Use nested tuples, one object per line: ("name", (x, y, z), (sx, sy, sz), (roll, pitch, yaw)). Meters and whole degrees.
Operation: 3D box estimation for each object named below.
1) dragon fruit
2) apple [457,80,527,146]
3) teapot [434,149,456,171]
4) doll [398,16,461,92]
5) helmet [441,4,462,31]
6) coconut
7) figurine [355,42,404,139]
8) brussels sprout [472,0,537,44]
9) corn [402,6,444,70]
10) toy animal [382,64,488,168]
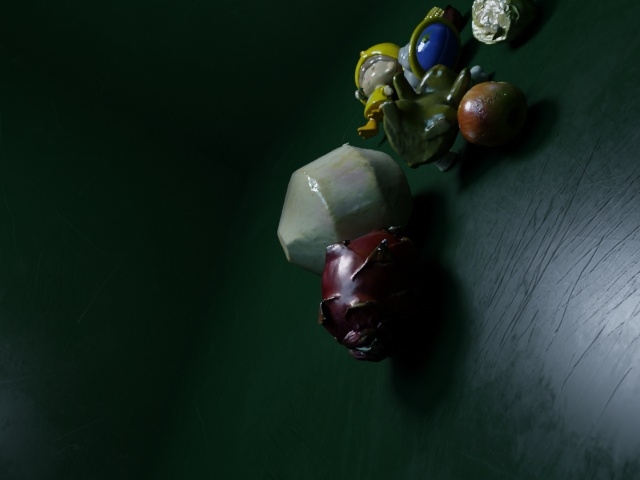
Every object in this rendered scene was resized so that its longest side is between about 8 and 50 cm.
("dragon fruit", (0.110, 0.103, 1.257), (0.250, 0.251, 0.314), (-30, 42, 60))
("apple", (0.354, -0.265, 1.275), (0.146, 0.147, 0.146), (-53, 19, 27))
("teapot", (0.287, -0.217, 1.504), (0.067, 0.083, 0.057), (-61, 12, 8))
("doll", (0.297, -0.516, 1.813), (0.243, 0.160, 0.310), (24, 101, 62))
("helmet", (0.415, -0.678, 1.912), (0.089, 0.057, 0.111), (-24, -48, -60))
("coconut", (0.057, -0.056, 1.505), (0.352, 0.353, 0.352), (-53, 19, 27))
("figurine", (0.202, -0.517, 2.078), (0.215, 0.187, 0.343), (-26, 44, 48))
("brussels sprout", (0.457, -0.557, 1.500), (0.149, 0.122, 0.151), (138, 121, -64))
("corn", (0.348, -0.652, 2.002), (0.244, 0.093, 0.093), (-63, 17, -9))
("toy animal", (0.274, -0.342, 1.446), (0.362, 0.181, 0.180), (-63, -29, -32))
